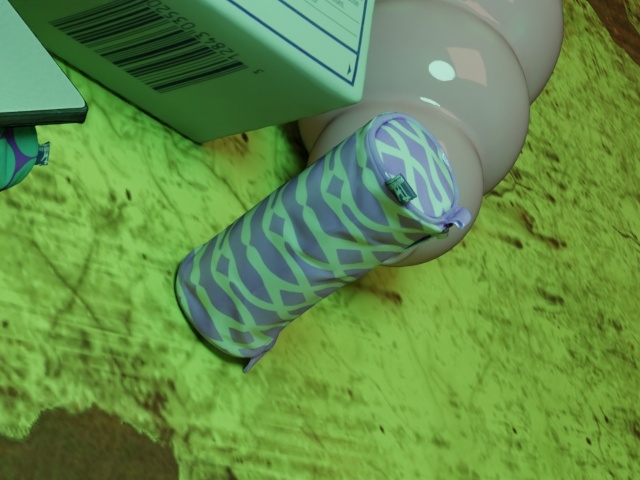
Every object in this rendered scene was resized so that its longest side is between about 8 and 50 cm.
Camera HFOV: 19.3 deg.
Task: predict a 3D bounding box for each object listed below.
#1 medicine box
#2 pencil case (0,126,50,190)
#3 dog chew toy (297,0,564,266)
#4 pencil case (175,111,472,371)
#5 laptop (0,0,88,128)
[{"bbox_3d":[-0.091,-0.255,1.250,0.263,0.149,0.289,30,58,-44],"label":"medicine box"},{"bbox_3d":[-0.211,-0.033,1.021,0.151,0.065,0.070,-47,142,-60],"label":"pencil case"},{"bbox_3d":[0.073,-0.114,1.432,0.206,0.207,0.331,44,41,-29],"label":"dog chew toy"},{"bbox_3d":[0.000,0.000,1.192,0.088,0.206,0.086,49,36,-10],"label":"pencil case"},{"bbox_3d":[-0.282,-0.273,0.916,0.408,0.236,0.382,51,27,16],"label":"laptop"}]
